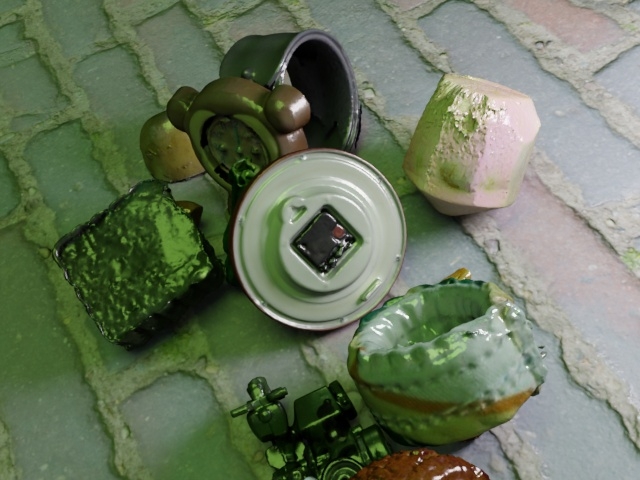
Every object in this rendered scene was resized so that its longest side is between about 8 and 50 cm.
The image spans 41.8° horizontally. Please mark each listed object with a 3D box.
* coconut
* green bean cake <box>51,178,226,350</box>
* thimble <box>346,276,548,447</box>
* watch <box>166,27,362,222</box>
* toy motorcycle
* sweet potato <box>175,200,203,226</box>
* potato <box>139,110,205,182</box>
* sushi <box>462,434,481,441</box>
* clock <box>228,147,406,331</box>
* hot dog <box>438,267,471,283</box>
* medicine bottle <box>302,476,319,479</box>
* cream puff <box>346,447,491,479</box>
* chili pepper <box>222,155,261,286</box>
[{"bbox_3d":[0.263,-0.161,1.518,0.233,0.245,0.233,14,21,-5],"label":"coconut"},{"bbox_3d":[-0.326,0.040,1.536,0.255,0.132,0.241,-39,71,-1],"label":"green bean cake"},{"bbox_3d":[0.187,0.177,1.259,0.288,0.167,0.254,-14,19,35],"label":"thimble"},{"bbox_3d":[-0.068,-0.226,1.622,0.314,0.335,0.327,5,36,35],"label":"watch"},{"bbox_3d":[-0.010,0.304,1.314,0.205,0.127,0.275,-25,56,0],"label":"toy motorcycle"},{"bbox_3d":[-0.350,-0.034,1.669,0.251,0.097,0.097,-5,54,16],"label":"sweet potato"},{"bbox_3d":[-0.299,-0.232,1.784,0.202,0.117,0.182,-23,50,-2],"label":"potato"},{"bbox_3d":[0.243,0.265,1.317,0.061,0.060,0.118,1,53,20],"label":"sushi"},{"bbox_3d":[0.000,0.000,1.436,0.318,0.319,0.080,-32,17,-10],"label":"clock"},{"bbox_3d":[0.210,0.098,1.466,0.137,0.028,0.044,-36,28,-15],"label":"hot dog"},{"bbox_3d":[-0.075,0.432,1.209,0.218,0.074,0.074,-45,51,17],"label":"medicine bottle"},{"bbox_3d":[0.107,0.427,1.120,0.303,0.303,0.212,-52,26,-22],"label":"cream puff"},{"bbox_3d":[-0.136,-0.028,1.520,0.083,0.253,0.099,-6,33,-12],"label":"chili pepper"}]
